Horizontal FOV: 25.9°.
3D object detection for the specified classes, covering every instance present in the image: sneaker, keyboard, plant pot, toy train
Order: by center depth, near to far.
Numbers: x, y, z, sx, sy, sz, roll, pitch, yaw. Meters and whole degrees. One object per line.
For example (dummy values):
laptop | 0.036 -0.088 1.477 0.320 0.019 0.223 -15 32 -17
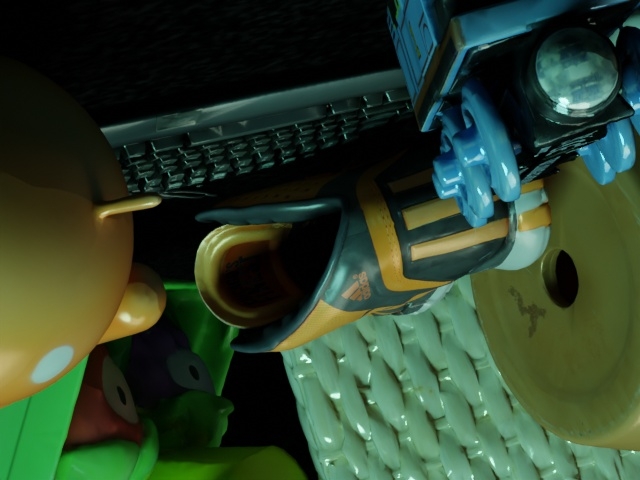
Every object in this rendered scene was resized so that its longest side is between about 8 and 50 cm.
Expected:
toy train | 0.069 -0.066 0.502 0.080 0.105 0.184 -19 175 -1
keyboard | -0.098 -0.036 0.742 0.317 0.033 0.201 -13 175 -22
plant pot | 0.228 0.010 0.857 0.203 0.291 0.291 -8 172 -25
sneaker | 0.000 0.000 0.874 0.180 0.124 0.321 -17 174 -16

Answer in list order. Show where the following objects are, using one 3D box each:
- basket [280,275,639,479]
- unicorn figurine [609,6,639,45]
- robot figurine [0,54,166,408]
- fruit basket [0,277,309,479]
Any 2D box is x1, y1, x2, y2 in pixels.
basket | 0.129 0.092 1.162 0.328 0.331 0.266 -16 173 2
unicorn figurine | 0.179 -0.106 0.750 0.162 0.060 0.111 -3 -170 22
robot figurine | -0.152 0.007 0.495 0.219 0.158 0.128 -21 -158 49
fruit basket | -0.119 0.172 1.058 0.392 0.283 0.392 16 -178 0
